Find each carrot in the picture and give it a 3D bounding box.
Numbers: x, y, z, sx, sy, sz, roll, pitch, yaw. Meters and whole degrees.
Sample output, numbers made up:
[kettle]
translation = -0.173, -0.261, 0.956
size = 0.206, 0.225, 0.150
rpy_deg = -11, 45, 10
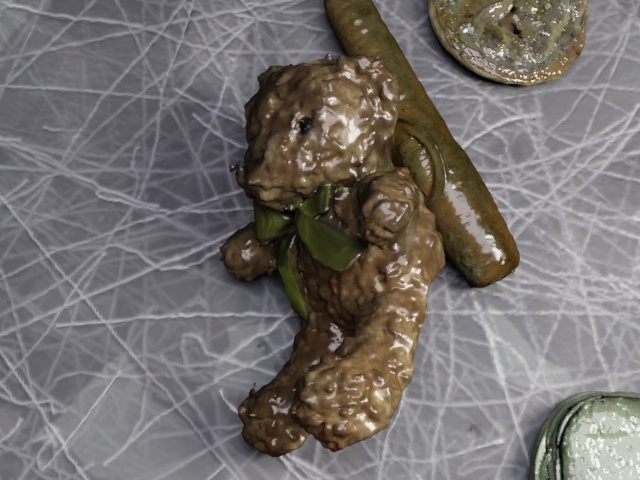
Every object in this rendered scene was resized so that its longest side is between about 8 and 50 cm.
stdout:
[carrot]
translation = 0.079, -0.109, 1.462
size = 0.070, 0.070, 0.342
rpy_deg = -25, 74, -10

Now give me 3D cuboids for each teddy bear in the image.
[teddy bear]
translation = -0.006, 0.006, 1.338
size = 0.222, 0.246, 0.296
rpy_deg = 41, 63, -17

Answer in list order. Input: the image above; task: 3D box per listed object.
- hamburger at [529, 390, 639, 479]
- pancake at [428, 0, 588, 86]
[hamburger]
translation = 0.253, 0.192, 1.374
size = 0.140, 0.062, 0.133
rpy_deg = 18, 74, 1
[pancake]
translation = 0.177, -0.214, 1.519
size = 0.158, 0.028, 0.158
rpy_deg = 2, 70, -5
